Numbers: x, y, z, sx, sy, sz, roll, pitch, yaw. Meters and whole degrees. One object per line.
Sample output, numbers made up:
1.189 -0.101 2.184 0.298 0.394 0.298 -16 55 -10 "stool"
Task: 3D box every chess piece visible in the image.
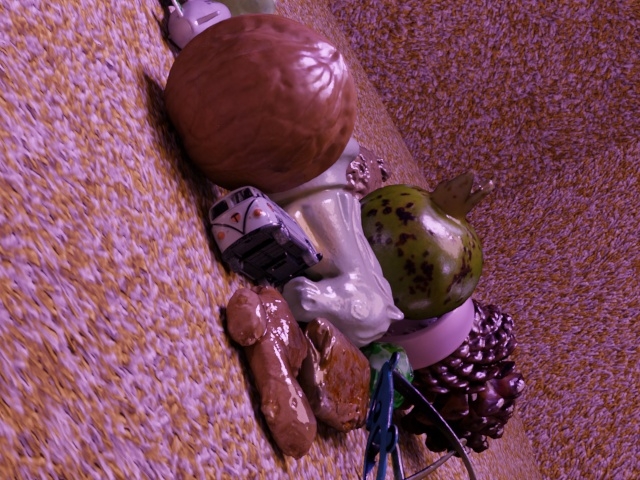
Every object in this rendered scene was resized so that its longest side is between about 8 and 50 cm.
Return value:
0.000 0.000 1.836 0.176 0.176 0.298 10 62 -78 "chess piece"

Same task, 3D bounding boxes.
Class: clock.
0.127 0.101 2.097 0.197 0.197 0.068 -103 174 -50 "clock"

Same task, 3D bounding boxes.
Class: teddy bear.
0.019 -0.089 2.151 0.256 0.156 0.267 -21 87 -79 "teddy bear"

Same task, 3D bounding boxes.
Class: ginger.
-0.044 0.135 1.531 0.214 0.059 0.133 66 14 16 "ginger"

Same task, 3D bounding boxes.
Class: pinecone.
0.202 0.222 2.208 0.246 0.246 0.292 -103 -179 -50 "pinecone"

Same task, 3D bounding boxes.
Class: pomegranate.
0.143 -0.004 1.975 0.211 0.263 0.211 34 16 -11 "pomegranate"

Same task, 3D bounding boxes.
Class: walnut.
-0.067 -0.164 1.662 0.228 0.228 0.228 62 10 -20 "walnut"

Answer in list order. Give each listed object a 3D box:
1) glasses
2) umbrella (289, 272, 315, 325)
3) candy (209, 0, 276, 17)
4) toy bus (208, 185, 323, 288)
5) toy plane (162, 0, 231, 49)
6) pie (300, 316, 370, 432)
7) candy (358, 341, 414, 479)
0.124 0.281 1.828 0.207 0.102 0.239 46 26 -21 "glasses"
-0.001 0.099 1.884 0.046 0.050 0.188 3 60 -55 "umbrella"
-0.141 -0.436 2.199 0.343 0.132 0.142 -97 176 -60 "candy"
-0.071 -0.004 1.670 0.089 0.087 0.194 62 8 20 "toy bus"
-0.162 -0.293 1.894 0.174 0.080 0.174 63 8 -15 "toy plane"
0.015 0.169 1.708 0.282 0.068 0.128 55 33 -74 "pie"
0.098 0.285 1.921 0.097 0.097 0.323 52 24 -53 "candy"
